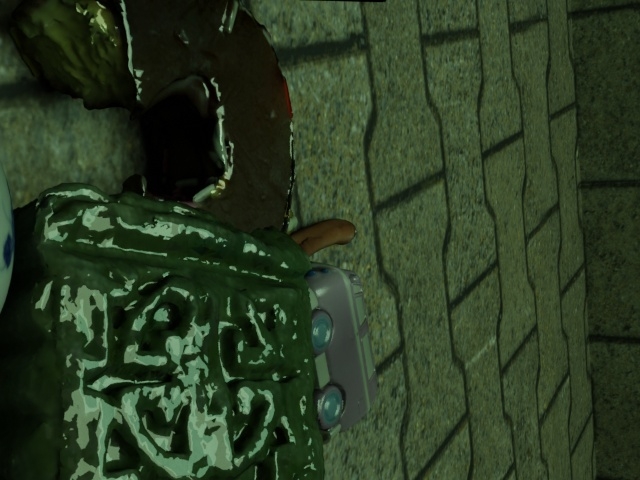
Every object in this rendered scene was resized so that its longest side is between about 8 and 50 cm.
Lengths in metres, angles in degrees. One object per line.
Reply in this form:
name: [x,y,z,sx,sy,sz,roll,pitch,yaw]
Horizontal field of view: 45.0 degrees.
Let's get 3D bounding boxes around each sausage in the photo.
sausage: [-0.001,0.000,1.032,0.177,0.040,0.047,-23,109,-57]

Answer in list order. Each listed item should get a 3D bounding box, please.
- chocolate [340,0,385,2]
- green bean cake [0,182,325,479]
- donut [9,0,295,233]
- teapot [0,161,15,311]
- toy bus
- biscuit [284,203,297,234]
chocolate: [-0.072,-0.392,0.668,0.331,0.384,0.383,-16,105,-40]
green bean cake: [-0.114,0.095,0.538,0.241,0.132,0.254,12,71,-44]
donut: [-0.137,-0.093,0.724,0.259,0.136,0.344,-31,118,-54]
teapot: [-0.279,0.025,0.362,0.424,0.253,0.279,106,-25,-55]
toy bus: [-0.022,0.118,0.911,0.142,0.142,0.202,-32,118,-47]
biscuit: [-0.080,-0.109,0.910,0.158,0.035,0.240,-24,111,-58]
